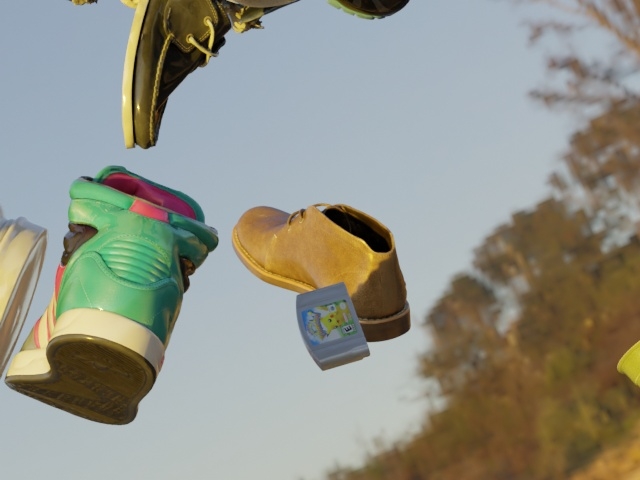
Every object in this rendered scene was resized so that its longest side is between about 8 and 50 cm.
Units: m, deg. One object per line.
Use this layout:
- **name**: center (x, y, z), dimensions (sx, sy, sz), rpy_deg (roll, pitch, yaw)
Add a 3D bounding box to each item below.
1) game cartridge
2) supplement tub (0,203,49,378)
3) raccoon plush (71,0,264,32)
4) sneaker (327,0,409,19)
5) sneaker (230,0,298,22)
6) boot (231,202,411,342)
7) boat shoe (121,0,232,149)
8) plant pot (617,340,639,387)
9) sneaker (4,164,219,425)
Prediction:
- **game cartridge**: center (0.008, 0.080, 1.664), dimensions (0.056, 0.083, 0.017), rpy_deg (-18, -34, -4)
- **supplement tub**: center (-0.457, 0.025, 1.822), dimensions (0.316, 0.228, 0.228), rpy_deg (19, -18, -1)
- **raccoon plush**: center (-0.103, -0.345, 1.910), dimensions (0.299, 0.216, 0.446), rpy_deg (9, -10, -40)
- **sneaker**: center (0.027, -0.289, 1.875), dimensions (0.188, 0.067, 0.078), rpy_deg (20, -49, -33)
- **sneaker**: center (0.034, -0.313, 1.663), dimensions (0.322, 0.130, 0.236), rpy_deg (-24, 24, 1)
- **boot**: center (0.000, 0.000, 1.914), dimensions (0.112, 0.115, 0.305), rpy_deg (-16, 25, -27)
- **boat shoe**: center (-0.117, -0.182, 1.513), dimensions (0.079, 0.233, 0.084), rpy_deg (13, -22, 5)
- **plant pot**: center (0.310, 0.120, 1.529), dimensions (0.083, 0.079, 0.083), rpy_deg (-25, -25, -13)
- **sneaker**: center (-0.167, 0.036, 1.418), dimensions (0.123, 0.178, 0.295), rpy_deg (23, -21, -13)
